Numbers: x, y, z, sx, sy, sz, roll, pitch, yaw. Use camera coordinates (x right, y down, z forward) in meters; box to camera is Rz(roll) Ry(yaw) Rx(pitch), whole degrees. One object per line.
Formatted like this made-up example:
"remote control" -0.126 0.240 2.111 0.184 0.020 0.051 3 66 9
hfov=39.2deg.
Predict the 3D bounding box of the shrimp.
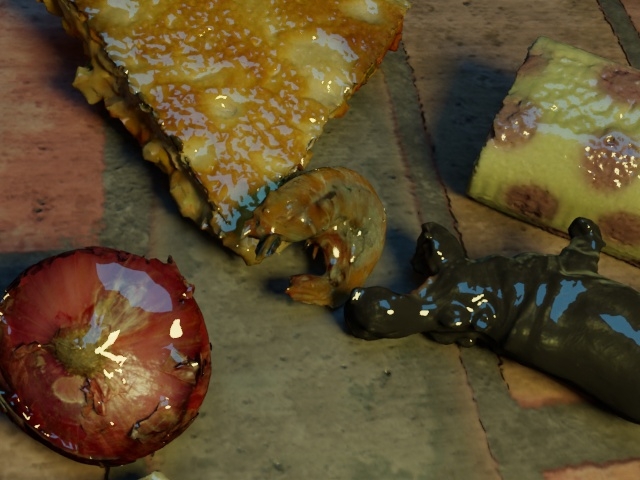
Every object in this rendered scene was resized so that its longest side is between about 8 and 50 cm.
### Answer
"shrimp" 0.002 -0.002 0.837 0.187 0.051 0.133 -15 88 -43

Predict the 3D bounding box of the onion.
"onion" -0.173 0.087 0.732 0.183 0.184 0.147 11 9 -1

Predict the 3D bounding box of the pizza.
"pizza" -0.111 -0.152 0.946 0.439 0.130 0.406 4 64 -13

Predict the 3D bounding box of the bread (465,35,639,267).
"bread" 0.342 -0.076 0.930 0.338 0.155 0.187 23 57 8

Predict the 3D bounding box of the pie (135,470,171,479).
"pie" -0.171 0.271 0.639 0.218 0.052 0.185 -15 55 -22

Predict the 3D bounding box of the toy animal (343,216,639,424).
"toy animal" 0.202 0.062 0.835 0.343 0.106 0.168 15 58 10
